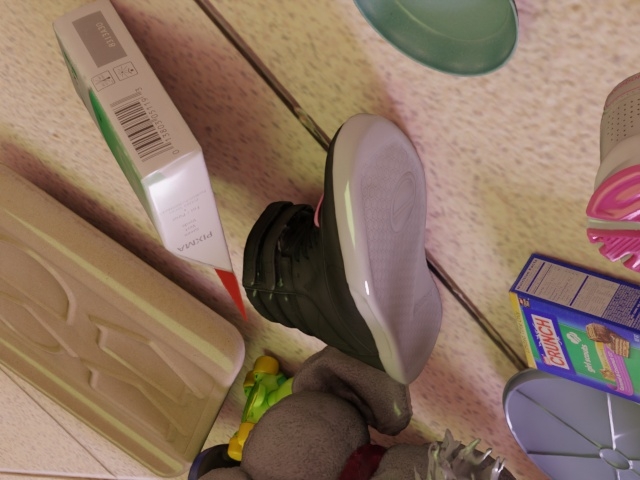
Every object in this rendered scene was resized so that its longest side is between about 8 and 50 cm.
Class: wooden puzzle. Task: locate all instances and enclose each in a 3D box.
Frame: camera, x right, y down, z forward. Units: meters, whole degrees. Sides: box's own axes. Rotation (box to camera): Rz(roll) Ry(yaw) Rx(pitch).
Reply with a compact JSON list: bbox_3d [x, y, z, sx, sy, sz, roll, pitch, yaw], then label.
[{"bbox_3d":[-0.231,0.082,1.506,0.322,0.080,0.348,34,148,4],"label":"wooden puzzle"}]

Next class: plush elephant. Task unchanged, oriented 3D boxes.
[{"bbox_3d":[0.030,0.234,1.208,0.255,0.272,0.330,30,140,32],"label":"plush elephant"}]

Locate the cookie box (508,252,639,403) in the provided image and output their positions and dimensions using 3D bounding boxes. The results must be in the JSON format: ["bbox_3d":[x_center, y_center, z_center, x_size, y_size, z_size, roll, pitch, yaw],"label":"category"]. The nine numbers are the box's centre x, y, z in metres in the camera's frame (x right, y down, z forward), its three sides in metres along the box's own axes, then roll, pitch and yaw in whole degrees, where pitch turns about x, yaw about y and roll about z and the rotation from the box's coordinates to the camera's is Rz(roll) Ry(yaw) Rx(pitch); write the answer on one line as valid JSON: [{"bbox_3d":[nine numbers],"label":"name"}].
[{"bbox_3d":[0.193,0.065,1.014,0.107,0.040,0.092,18,148,33],"label":"cookie box"}]

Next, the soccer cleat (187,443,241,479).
[{"bbox_3d":[-0.013,0.309,1.572,0.289,0.093,0.121,32,160,-7],"label":"soccer cleat"}]

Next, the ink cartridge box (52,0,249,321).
[{"bbox_3d":[-0.130,-0.049,1.120,0.181,0.056,0.224,56,164,34],"label":"ink cartridge box"}]

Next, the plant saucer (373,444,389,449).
[{"bbox_3d":[0.053,0.314,1.448,0.318,0.043,0.317,8,126,12],"label":"plant saucer"}]

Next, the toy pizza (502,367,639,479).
[{"bbox_3d":[0.235,0.158,1.121,0.201,0.032,0.201,27,150,17],"label":"toy pizza"}]

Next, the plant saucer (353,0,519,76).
[{"bbox_3d":[0.068,-0.148,0.851,0.119,0.021,0.119,27,151,16],"label":"plant saucer"}]

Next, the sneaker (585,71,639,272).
[{"bbox_3d":[0.244,-0.019,0.773,0.252,0.111,0.103,29,139,-32],"label":"sneaker"}]

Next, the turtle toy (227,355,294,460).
[{"bbox_3d":[-0.042,0.165,1.404,0.066,0.095,0.130,17,155,-8],"label":"turtle toy"}]

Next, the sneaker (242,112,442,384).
[{"bbox_3d":[0.000,0.001,1.068,0.147,0.104,0.295,19,152,21],"label":"sneaker"}]
